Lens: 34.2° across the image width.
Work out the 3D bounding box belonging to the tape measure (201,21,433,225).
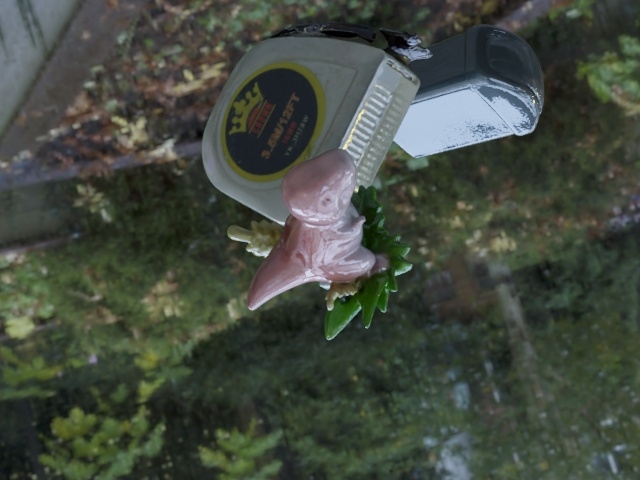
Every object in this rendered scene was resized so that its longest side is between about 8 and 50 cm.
[{"bbox_3d":[-0.016,-0.158,1.278,0.231,0.271,0.133,31,-173,36],"label":"tape measure"}]

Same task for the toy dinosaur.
[{"bbox_3d":[0.001,0.007,0.993,0.194,0.152,0.177,-34,153,28],"label":"toy dinosaur"}]

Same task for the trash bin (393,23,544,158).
[{"bbox_3d":[0.199,-0.209,1.490,0.236,0.101,0.176,-15,150,33],"label":"trash bin"}]
